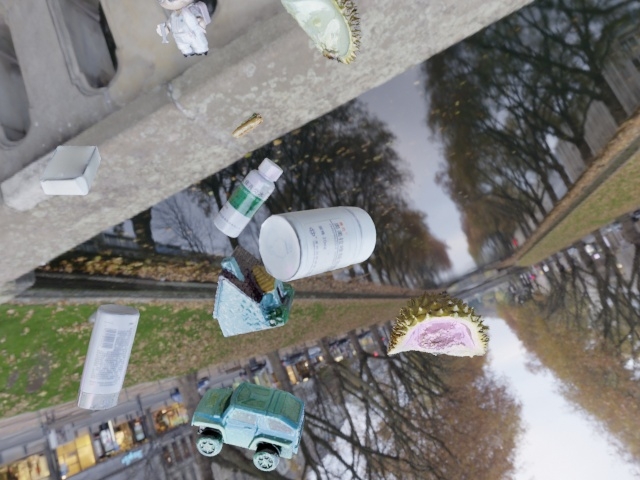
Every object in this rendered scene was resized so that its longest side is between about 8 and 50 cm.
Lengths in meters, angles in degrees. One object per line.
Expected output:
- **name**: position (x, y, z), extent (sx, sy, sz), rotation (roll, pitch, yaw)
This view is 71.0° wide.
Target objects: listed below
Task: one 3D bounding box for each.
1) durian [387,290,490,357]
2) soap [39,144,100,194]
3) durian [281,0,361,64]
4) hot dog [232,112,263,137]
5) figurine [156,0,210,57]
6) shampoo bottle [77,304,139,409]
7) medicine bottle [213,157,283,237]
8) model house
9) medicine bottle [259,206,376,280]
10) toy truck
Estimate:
- **durian**: position (0.236, 0.167, 0.891), extent (0.182, 0.133, 0.165), rotation (2, -173, 27)
- **soap**: position (-0.750, -0.216, 1.356), extent (0.121, 0.183, 0.064), rotation (-2, 135, -7)
- **durian**: position (0.017, -0.540, 1.072), extent (0.139, 0.252, 0.144), rotation (-32, -161, 36)
- **hot dog**: position (-0.243, -0.382, 1.483), extent (0.133, 0.041, 0.056), rotation (-26, -170, 27)
- **figurine**: position (-0.256, -0.450, 0.803), extent (0.137, 0.229, 0.112), rotation (9, -142, 30)
- **shampoo bottle**: position (-0.464, 0.255, 0.982), extent (0.086, 0.228, 0.056), rotation (11, -170, -31)
- **medicine bottle**: position (-0.221, -0.133, 1.389), extent (0.260, 0.095, 0.095), rotation (-51, 160, 8)
- **model house**: position (-0.235, 0.136, 1.511), extent (0.229, 0.249, 0.281), rotation (-12, -160, 7)
- **medicine bottle**: position (0.000, 0.000, 1.344), extent (0.332, 0.190, 0.190), rotation (-11, 162, -44)
- **toy truck**: position (-0.183, 0.465, 1.159), extent (0.278, 0.156, 0.155), rotation (13, -163, 4)
